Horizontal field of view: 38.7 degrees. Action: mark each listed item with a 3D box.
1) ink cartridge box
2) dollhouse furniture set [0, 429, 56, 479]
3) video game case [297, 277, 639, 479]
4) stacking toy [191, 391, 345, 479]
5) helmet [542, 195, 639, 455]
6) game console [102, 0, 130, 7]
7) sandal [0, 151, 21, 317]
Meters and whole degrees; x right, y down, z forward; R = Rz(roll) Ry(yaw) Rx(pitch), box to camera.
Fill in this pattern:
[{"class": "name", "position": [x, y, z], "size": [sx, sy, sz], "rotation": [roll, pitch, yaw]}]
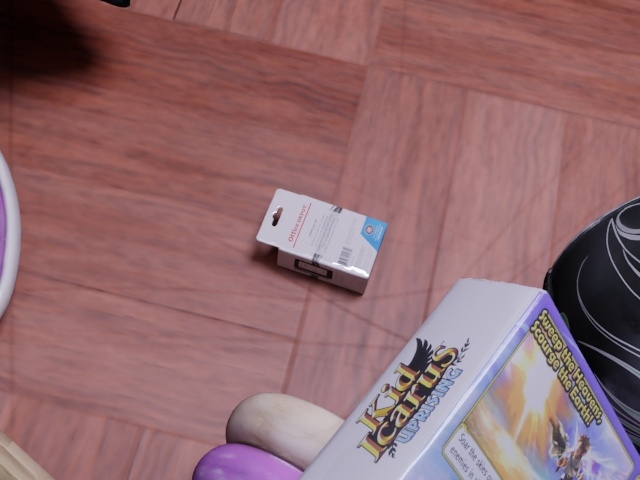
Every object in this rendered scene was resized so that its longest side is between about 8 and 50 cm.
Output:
[{"class": "ink cartridge box", "position": [0.000, 0.000, 0.651], "size": [0.083, 0.028, 0.048], "rotation": [19, 62, 5]}, {"class": "dollhouse furniture set", "position": [-0.194, 0.173, 0.417], "size": [0.129, 0.129, 0.183], "rotation": [37, 100, 13]}, {"class": "video game case", "position": [0.079, 0.198, 0.445], "size": [0.244, 0.061, 0.269], "rotation": [-47, 119, -24]}, {"class": "stacking toy", "position": [-0.079, 0.238, 0.445], "size": [0.141, 0.141, 0.330], "rotation": [34, 61, 12]}, {"class": "helmet", "position": [0.236, 0.063, 0.566], "size": [0.169, 0.169, 0.161], "rotation": [-15, 48, -13]}, {"class": "game console", "position": [-0.325, -0.207, 0.645], "size": [0.293, 0.250, 0.173], "rotation": [43, 109, 28]}, {"class": "sandal", "position": [-0.324, -0.106, 0.633], "size": [0.169, 0.102, 0.416], "rotation": [-17, 63, -14]}]
